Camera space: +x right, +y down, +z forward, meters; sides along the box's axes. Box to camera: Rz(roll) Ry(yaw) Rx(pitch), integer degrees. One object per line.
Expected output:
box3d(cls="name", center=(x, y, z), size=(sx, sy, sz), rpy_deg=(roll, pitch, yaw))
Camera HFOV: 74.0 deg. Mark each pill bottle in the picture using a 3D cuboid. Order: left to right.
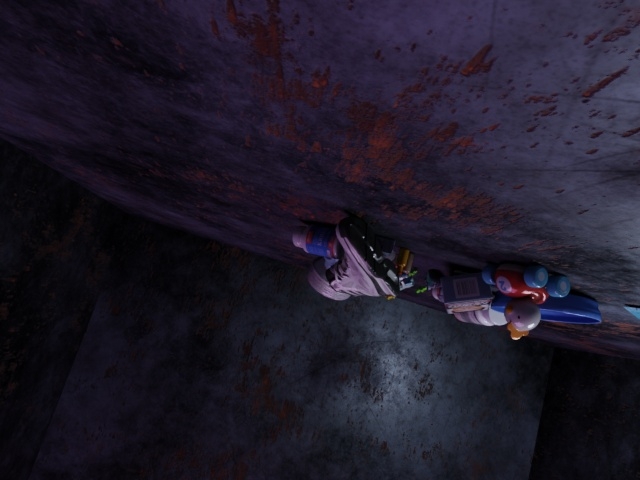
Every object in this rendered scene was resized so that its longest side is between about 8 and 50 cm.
box3d(cls="pill bottle", center=(0.000, 0.000, 1.733), size=(0.221, 0.125, 0.124), rpy_deg=(10, 168, 31))
box3d(cls="pill bottle", center=(0.649, 0.264, 2.149), size=(0.107, 0.108, 0.180), rpy_deg=(20, 170, -16))
box3d(cls="pill bottle", center=(0.820, 0.347, 2.165), size=(0.161, 0.162, 0.283), rpy_deg=(20, 170, -15))

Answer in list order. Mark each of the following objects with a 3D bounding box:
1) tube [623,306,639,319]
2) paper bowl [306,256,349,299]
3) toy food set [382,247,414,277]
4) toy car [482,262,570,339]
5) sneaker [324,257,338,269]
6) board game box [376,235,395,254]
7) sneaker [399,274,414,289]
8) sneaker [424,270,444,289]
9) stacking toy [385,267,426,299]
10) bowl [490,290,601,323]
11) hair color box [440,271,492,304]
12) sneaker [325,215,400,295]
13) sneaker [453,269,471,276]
box3d(cls="tube", center=(1.180, 0.280, 1.520), size=(0.207, 0.052, 0.080), rpy_deg=(27, 162, -24))
box3d(cls="paper bowl", center=(0.075, 0.190, 2.394), size=(0.283, 0.148, 0.284), rpy_deg=(22, -154, -11))
box3d(cls="toy food set", center=(0.324, 0.101, 1.797), size=(0.111, 0.105, 0.232), rpy_deg=(20, 170, -15))
box3d(cls="toy car", center=(0.672, 0.213, 1.434), size=(0.210, 0.238, 0.219), rpy_deg=(21, 169, -22))
box3d(cls="sneaker", center=(0.070, 0.062, 2.037), size=(0.150, 0.135, 0.366), rpy_deg=(37, 163, -10))
box3d(cls="board game box", center=(0.213, 0.022, 1.684), size=(0.193, 0.060, 0.194), rpy_deg=(12, 169, 29))
box3d(cls="sneaker", center=(0.382, 0.166, 2.187), size=(0.151, 0.094, 0.256), rpy_deg=(-21, 133, 33))
box3d(cls="sneaker", center=(0.562, 0.185, 2.029), size=(0.098, 0.083, 0.224), rpy_deg=(-9, 169, 4))
box3d(cls="stacking toy", center=(0.404, 0.213, 2.135), size=(0.221, 0.052, 0.167), rpy_deg=(-17, 133, 20))
box3d(cls="bowl", center=(0.892, 0.263, 1.700), size=(0.390, 0.077, 0.391), rpy_deg=(9, 168, 2))
box3d(cls="hair color box", center=(0.628, 0.234, 1.833), size=(0.185, 0.114, 0.374), rpy_deg=(-10, 163, 16))
box3d(cls="sneaker", center=(0.102, 0.095, 1.552), size=(0.257, 0.169, 0.447), rpy_deg=(-13, 140, 25))
box3d(cls="sneaker", center=(0.606, 0.152, 1.807), size=(0.083, 0.035, 0.031), rpy_deg=(15, 171, 10))
